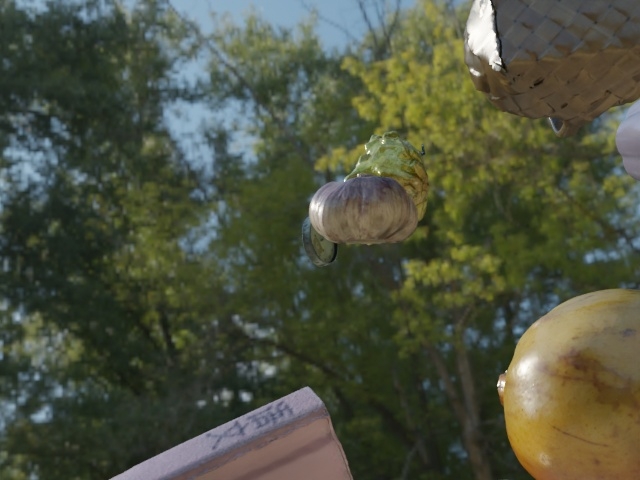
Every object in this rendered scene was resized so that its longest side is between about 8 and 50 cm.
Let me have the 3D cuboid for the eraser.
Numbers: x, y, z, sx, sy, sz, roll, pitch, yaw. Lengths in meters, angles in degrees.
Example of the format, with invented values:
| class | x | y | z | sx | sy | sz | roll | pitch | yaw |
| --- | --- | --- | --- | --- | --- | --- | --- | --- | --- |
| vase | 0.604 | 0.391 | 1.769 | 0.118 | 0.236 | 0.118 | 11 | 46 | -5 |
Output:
| class | x | y | z | sx | sy | sz | roll | pitch | yaw |
| --- | --- | --- | --- | --- | --- | --- | --- | --- | --- |
| eraser | -0.125 | 0.429 | 1.730 | 0.359 | 0.122 | 0.272 | -24 | -71 | -13 |

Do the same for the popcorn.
| class | x | y | z | sx | sy | sz | roll | pitch | yaw |
| --- | --- | --- | --- | --- | --- | --- | --- | --- | --- |
| popcorn | 0.115 | -0.093 | 1.798 | 0.142 | 0.173 | 0.173 | -4 | -27 | 19 |

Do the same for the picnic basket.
| class | x | y | z | sx | sy | sz | roll | pitch | yaw |
| --- | --- | --- | --- | --- | --- | --- | --- | --- | --- |
| picnic basket | 0.408 | -0.317 | 1.850 | 0.337 | 0.293 | 0.337 | -4 | -21 | -2 |

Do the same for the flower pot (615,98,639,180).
| class | x | y | z | sx | sy | sz | roll | pitch | yaw |
| --- | --- | --- | --- | --- | --- | --- | --- | --- | --- |
| flower pot | 0.743 | -0.207 | 2.239 | 0.265 | 0.265 | 0.243 | 7 | -3 | -24 |

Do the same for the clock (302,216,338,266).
| class | x | y | z | sx | sy | sz | roll | pitch | yaw |
| --- | --- | --- | --- | --- | --- | --- | --- | --- | --- |
| clock | 0.000 | 0.000 | 1.759 | 0.017 | 0.085 | 0.085 | -15 | -29 | 31 |

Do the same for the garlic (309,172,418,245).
| class | x | y | z | sx | sy | sz | roll | pitch | yaw |
| --- | --- | --- | --- | --- | --- | --- | --- | --- | --- |
| garlic | 0.062 | -0.046 | 1.588 | 0.159 | 0.102 | 0.147 | 1 | -8 | -21 |

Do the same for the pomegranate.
| class | x | y | z | sx | sy | sz | roll | pitch | yaw |
| --- | --- | --- | --- | --- | --- | --- | --- | --- | --- |
| pomegranate | 0.329 | 0.176 | 1.249 | 0.264 | 0.264 | 0.264 | -6 | -30 | -4 |
